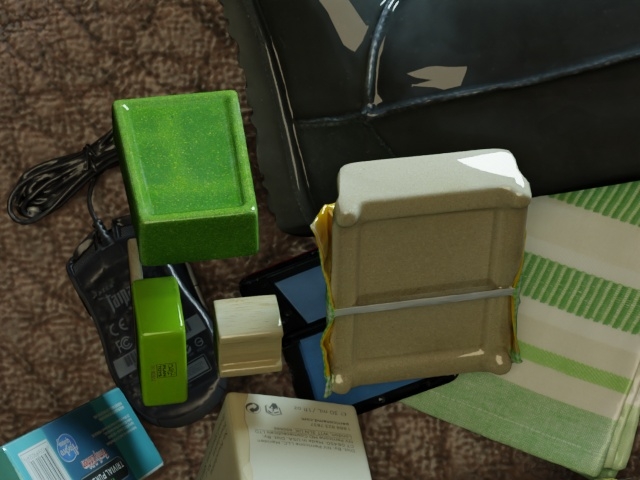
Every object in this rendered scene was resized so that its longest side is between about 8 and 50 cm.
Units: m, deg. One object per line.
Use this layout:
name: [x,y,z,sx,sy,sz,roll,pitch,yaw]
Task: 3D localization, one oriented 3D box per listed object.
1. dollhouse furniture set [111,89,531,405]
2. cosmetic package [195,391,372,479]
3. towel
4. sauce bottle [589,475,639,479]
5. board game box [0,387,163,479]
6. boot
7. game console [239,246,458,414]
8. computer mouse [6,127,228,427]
dollhouse furniture set: [0.000,0.000,1.312,0.302,0.151,0.197,-6,130,-9]
cosmetic package: [-0.021,0.277,1.259,0.113,0.309,0.160,9,125,-16]
towel: [0.185,0.006,1.380,0.248,0.038,0.324,21,90,26]
sauce bottle: [0.206,0.238,1.306,0.344,0.111,0.111,-11,88,9]
board game box: [-0.307,0.246,1.287,0.336,0.254,0.079,-32,88,12]
boot: [0.149,-0.208,1.300,0.445,0.146,0.367,-10,100,25]
game console: [0.023,0.070,1.377,0.144,0.124,0.085,-22,46,17]
computer mouse: [-0.125,0.015,1.419,0.184,0.060,0.262,-35,76,4]
